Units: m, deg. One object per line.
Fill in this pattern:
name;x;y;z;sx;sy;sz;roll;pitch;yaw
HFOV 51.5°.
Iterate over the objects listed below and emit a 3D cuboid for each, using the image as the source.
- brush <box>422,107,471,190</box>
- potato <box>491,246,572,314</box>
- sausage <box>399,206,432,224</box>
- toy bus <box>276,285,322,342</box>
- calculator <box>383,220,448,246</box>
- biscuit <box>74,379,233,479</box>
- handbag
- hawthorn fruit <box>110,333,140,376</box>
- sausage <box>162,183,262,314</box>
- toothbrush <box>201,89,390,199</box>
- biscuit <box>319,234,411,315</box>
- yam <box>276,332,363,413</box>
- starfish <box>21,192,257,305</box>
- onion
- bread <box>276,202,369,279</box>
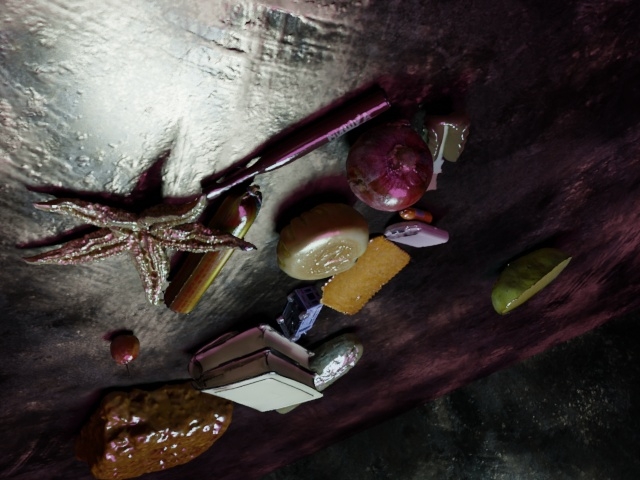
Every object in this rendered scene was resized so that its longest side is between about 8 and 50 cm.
brush;0.234;-0.170;1.314;0.084;0.071;0.301;-6;160;1
potato;0.618;0.107;2.006;0.271;0.111;0.160;-39;158;1
sausage;0.213;-0.059;1.506;0.107;0.031;0.031;12;136;-45
toy bus;-0.050;0.190;1.693;0.076;0.073;0.167;-18;151;-31
calculator;0.228;-0.013;1.561;0.100;0.032;0.175;-12;164;39
biscuit;-0.468;0.546;1.903;0.394;0.166;0.343;0;146;-38
handbag;-0.169;0.360;1.815;0.236;0.160;0.358;-23;151;12
hawthorn fruit;-0.439;0.262;1.501;0.066;0.103;0.067;-12;155;-5
sausage;-0.204;0.011;1.278;0.082;0.082;0.371;2;142;-38
toothbrush;-0.045;-0.158;1.138;0.363;0.041;0.041;-28;152;9
biscuit;0.108;0.091;1.653;0.232;0.013;0.237;-44;148;10
yam;-0.013;0.391;2.020;0.330;0.133;0.133;-36;150;14
starfish;-0.312;-0.013;1.140;0.347;0.078;0.358;-23;141;25
onion;0.115;-0.124;1.210;0.159;0.160;0.195;-13;171;-19
bread;0.000;0.000;1.372;0.213;0.105;0.213;-16;154;-8
